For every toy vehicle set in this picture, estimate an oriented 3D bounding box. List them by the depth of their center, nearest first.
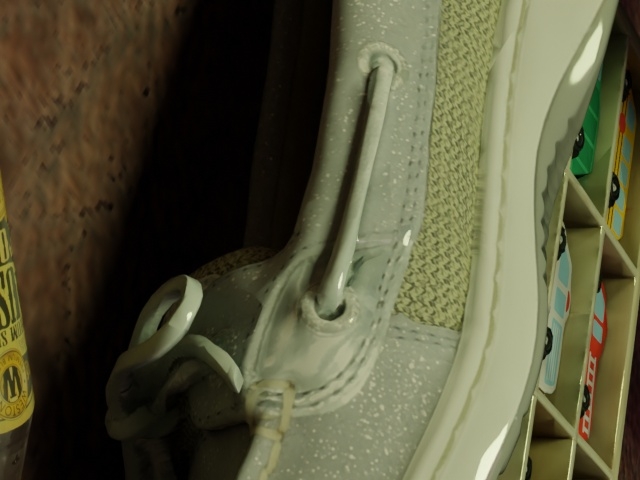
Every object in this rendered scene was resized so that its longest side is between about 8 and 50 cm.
[{"bbox_3d":[0.073,0.021,0.666,0.166,0.035,0.267,44,52,-54],"label":"toy vehicle set"}]

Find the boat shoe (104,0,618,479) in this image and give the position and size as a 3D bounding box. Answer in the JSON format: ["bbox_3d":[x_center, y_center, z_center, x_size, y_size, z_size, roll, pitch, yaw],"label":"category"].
[{"bbox_3d":[0.001,-0.002,0.469,0.118,0.103,0.320,123,-12,-62],"label":"boat shoe"}]

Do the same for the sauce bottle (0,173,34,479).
[{"bbox_3d":[-0.078,0.023,0.363,0.042,0.042,0.128,-33,119,-59],"label":"sauce bottle"}]
